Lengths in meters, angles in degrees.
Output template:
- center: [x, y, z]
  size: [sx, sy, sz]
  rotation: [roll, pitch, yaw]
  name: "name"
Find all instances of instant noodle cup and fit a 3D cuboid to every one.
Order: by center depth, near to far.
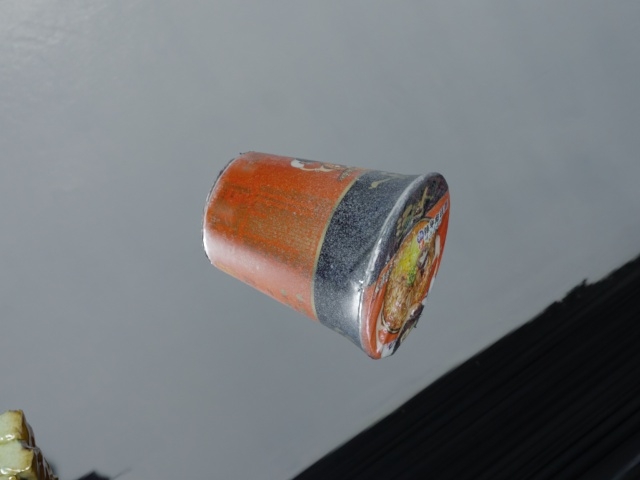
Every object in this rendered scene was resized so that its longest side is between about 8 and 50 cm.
- center: [0.001, -0.002, 0.485]
  size: [0.136, 0.127, 0.127]
  rotation: [19, 154, 26]
  name: "instant noodle cup"

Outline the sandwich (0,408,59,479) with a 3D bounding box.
- center: [-0.482, 0.320, 0.859]
  size: [0.262, 0.325, 0.131]
  rotation: [98, 168, -49]
  name: "sandwich"
